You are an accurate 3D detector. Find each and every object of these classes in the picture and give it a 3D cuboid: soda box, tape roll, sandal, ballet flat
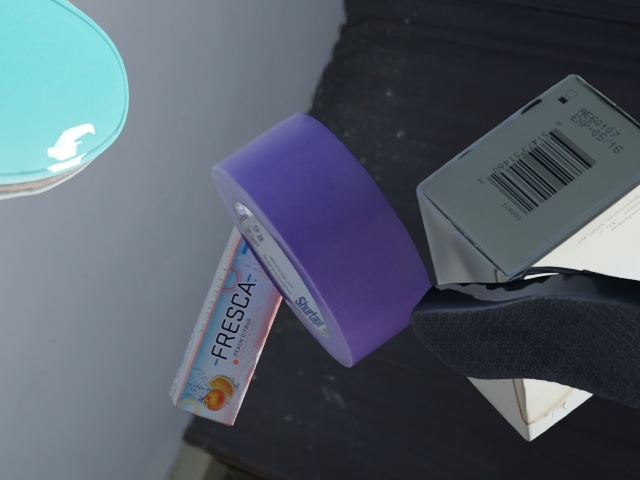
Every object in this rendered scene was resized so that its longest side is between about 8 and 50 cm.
[{"bbox_3d":[-0.079,0.071,0.951,0.063,0.058,0.183,-166,-83,-76],"label":"soda box"},{"bbox_3d":[0.000,0.000,0.806,0.080,0.189,0.189,-34,142,-11],"label":"tape roll"},{"bbox_3d":[0.149,0.047,0.633,0.054,0.254,0.097,-48,115,-23],"label":"sandal"},{"bbox_3d":[-0.134,-0.038,0.262,0.213,0.068,0.072,-23,108,-64],"label":"ballet flat"}]

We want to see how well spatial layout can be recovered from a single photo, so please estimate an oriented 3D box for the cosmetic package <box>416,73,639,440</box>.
[{"bbox_3d":[0.189,0.029,0.859,0.160,0.113,0.309,-36,146,-8],"label":"cosmetic package"}]
